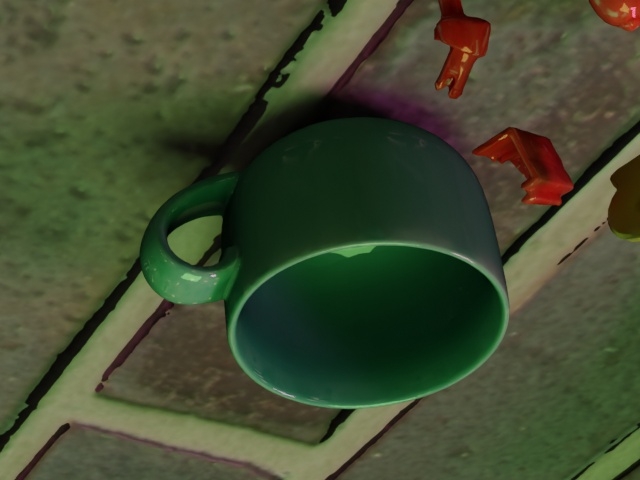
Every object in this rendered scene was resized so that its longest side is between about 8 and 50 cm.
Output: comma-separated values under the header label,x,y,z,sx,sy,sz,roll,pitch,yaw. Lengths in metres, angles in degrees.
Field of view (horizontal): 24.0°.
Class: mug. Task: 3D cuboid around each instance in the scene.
label,x,y,z,sx,sy,sz,roll,pitch,yaw
mug,0.009,-0.002,0.703,0.129,0.097,0.157,-29,135,25

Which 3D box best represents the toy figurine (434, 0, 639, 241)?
label,x,y,z,sx,sy,sz,roll,pitch,yaw
toy figurine,0.222,-0.150,0.569,0.362,0.191,0.217,-36,164,21
